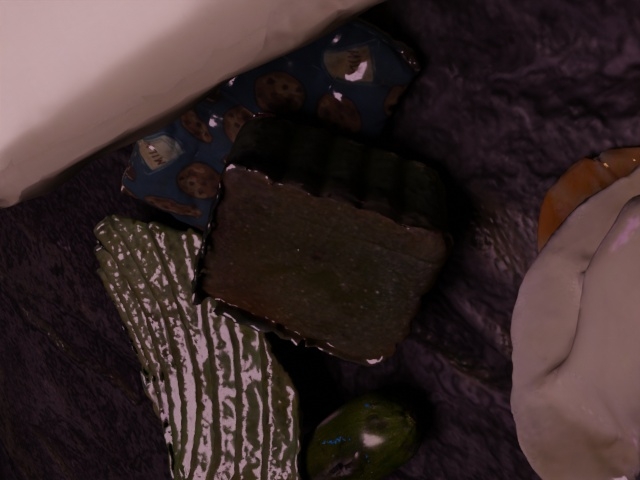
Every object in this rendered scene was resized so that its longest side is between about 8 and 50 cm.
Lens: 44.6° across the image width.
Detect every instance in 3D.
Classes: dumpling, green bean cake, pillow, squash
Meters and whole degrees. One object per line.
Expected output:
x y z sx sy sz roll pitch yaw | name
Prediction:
0.191 0.027 0.412 0.247 0.142 0.172 -45 39 12 | dumpling
0.000 0.000 0.624 0.181 0.094 0.173 17 135 -3 | green bean cake
-0.051 -0.088 0.633 0.188 0.034 0.256 22 133 -9 | pillow
0.010 0.239 0.818 0.087 0.087 0.331 49 141 14 | squash

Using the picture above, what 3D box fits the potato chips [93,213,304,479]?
-0.164 0.154 0.912 0.373 0.097 0.389 -38 71 51 | potato chips

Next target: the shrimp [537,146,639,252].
0.237 0.033 0.477 0.236 0.053 0.133 45 118 24 | shrimp

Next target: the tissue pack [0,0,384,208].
-0.085 -0.220 0.404 0.380 0.207 0.297 -26 104 19 | tissue pack
